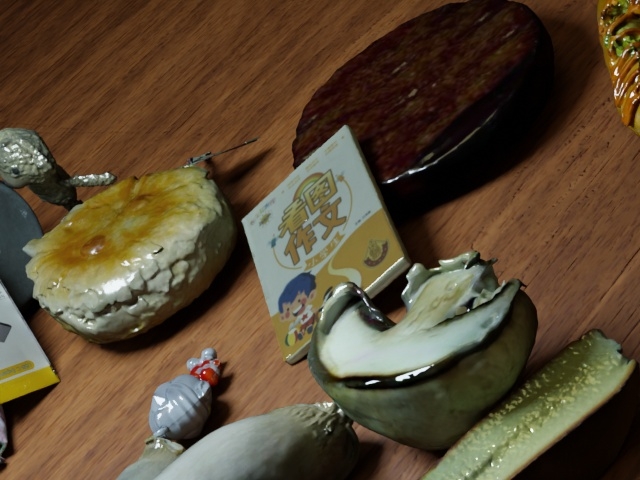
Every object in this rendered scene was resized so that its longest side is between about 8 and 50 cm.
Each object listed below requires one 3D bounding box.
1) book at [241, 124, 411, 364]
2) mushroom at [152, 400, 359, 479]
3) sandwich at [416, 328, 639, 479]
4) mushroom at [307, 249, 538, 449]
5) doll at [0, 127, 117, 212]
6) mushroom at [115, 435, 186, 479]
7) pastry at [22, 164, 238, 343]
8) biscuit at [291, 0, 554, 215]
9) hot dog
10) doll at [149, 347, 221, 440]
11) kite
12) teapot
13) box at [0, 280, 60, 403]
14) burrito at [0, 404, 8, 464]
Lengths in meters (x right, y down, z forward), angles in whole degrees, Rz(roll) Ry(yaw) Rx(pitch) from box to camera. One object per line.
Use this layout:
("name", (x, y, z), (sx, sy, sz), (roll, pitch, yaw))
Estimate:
("book", (0.000, 0.000, 1.817), (0.208, 0.020, 0.295), (-42, 37, 17))
("mushroom", (-0.110, 0.296, 1.436), (0.126, 0.177, 0.397), (10, 51, 48))
("sandwich", (0.212, 0.202, 1.364), (0.258, 0.096, 0.094), (-38, 38, -12))
("mushroom", (0.120, 0.136, 1.463), (0.267, 0.164, 0.189), (-15, 35, 35))
("doll", (-0.420, -0.086, 2.142), (0.091, 0.203, 0.286), (-63, 1, -13))
("mushroom", (-0.204, 0.325, 1.567), (0.096, 0.099, 0.278), (-18, 30, 12))
("pastry", (-0.266, 0.026, 1.994), (0.330, 0.136, 0.329), (-21, 31, 14))
("biscuit", (0.145, -0.184, 1.974), (0.407, 0.091, 0.407), (-24, 34, 18))
("hot dog", (0.433, -0.268, 1.803), (0.158, 0.117, 0.349), (-20, 34, 22))
("doll", (-0.166, 0.194, 1.739), (0.094, 0.079, 0.180), (-34, 14, 27))
("kite", (-0.200, -0.124, 2.174), (0.229, 0.012, 0.250), (-18, 5, 4))
("teapot", (-0.622, 0.062, 2.197), (0.344, 0.253, 0.300), (-15, 53, 39))
("box", (-0.482, 0.122, 1.973), (0.129, 0.247, 0.033), (-18, -22, -46))
("burrito", (-0.502, 0.256, 1.940), (0.144, 0.089, 0.229), (-36, 29, 0))
